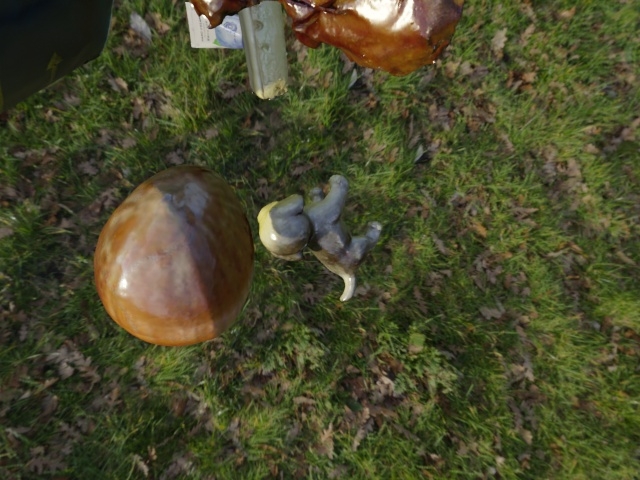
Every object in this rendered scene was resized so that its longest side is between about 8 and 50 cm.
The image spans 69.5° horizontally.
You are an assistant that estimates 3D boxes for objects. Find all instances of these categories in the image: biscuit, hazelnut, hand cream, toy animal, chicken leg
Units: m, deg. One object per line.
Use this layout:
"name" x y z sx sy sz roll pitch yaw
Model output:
"biscuit" -0.084 -0.294 0.657 0.056 0.187 0.052 -21 47 -16
"hazelnut" -0.166 0.014 0.536 0.177 0.214 0.214 2 87 -5
"hand cream" -0.182 -0.397 0.873 0.142 0.084 0.053 8 46 2
"toy animal" -0.002 -0.017 0.808 0.233 0.121 0.168 38 60 -32
"chicken leg" -0.011 -0.229 0.415 0.305 0.093 0.113 26 116 30

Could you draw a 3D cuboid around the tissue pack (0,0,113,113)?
"tissue pack" -0.450 -0.216 0.424 0.264 0.253 0.416 47 63 -13
